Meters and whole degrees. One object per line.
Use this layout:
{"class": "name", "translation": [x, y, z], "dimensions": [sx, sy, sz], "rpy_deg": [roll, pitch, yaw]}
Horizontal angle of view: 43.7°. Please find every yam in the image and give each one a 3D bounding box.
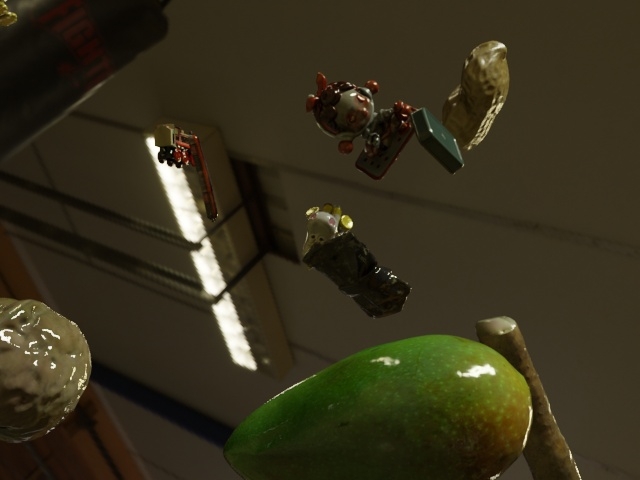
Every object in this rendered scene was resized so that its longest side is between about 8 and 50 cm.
{"class": "yam", "translation": [0.347, 0.288, 1.309], "dimensions": [0.081, 0.081, 0.356], "rpy_deg": [-14, -79, 51]}

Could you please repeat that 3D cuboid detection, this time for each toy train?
{"class": "toy train", "translation": [-0.312, -0.204, 1.747], "dimensions": [0.050, 0.138, 0.087], "rpy_deg": [-2, -93, 19]}

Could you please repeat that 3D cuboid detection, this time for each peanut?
{"class": "peanut", "translation": [0.322, -0.296, 1.640], "dimensions": [0.110, 0.196, 0.233], "rpy_deg": [31, -44, 8]}

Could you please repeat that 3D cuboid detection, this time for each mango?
{"class": "mango", "translation": [0.065, 0.229, 0.963], "dimensions": [0.382, 0.225, 0.201], "rpy_deg": [-14, -91, 12]}

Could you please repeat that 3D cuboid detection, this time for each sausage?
{"class": "sausage", "translation": [-0.248, -0.135, 1.682], "dimensions": [0.028, 0.025, 0.198], "rpy_deg": [-14, -87, 12]}

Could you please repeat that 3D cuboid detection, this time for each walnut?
{"class": "walnut", "translation": [-0.503, 0.206, 1.304], "dimensions": [0.248, 0.248, 0.248], "rpy_deg": [27, -37, 23]}

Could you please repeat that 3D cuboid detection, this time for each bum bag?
{"class": "bum bag", "translation": [0.079, 0.069, 1.559], "dimensions": [0.102, 0.069, 0.248], "rpy_deg": [-34, -54, 25]}

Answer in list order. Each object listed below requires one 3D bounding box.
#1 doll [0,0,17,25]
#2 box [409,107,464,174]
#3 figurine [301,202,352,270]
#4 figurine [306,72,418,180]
{"class": "doll", "translation": [-0.604, -0.509, 1.383], "dimensions": [0.293, 0.119, 0.138], "rpy_deg": [62, -8, 10]}
{"class": "box", "translation": [0.214, -0.183, 1.456], "dimensions": [0.031, 0.091, 0.126], "rpy_deg": [-32, -47, 24]}
{"class": "figurine", "translation": [0.002, -0.006, 1.766], "dimensions": [0.109, 0.178, 0.129], "rpy_deg": [22, -72, 1]}
{"class": "figurine", "translation": [0.070, -0.278, 1.757], "dimensions": [0.226, 0.183, 0.160], "rpy_deg": [32, 5, -25]}
